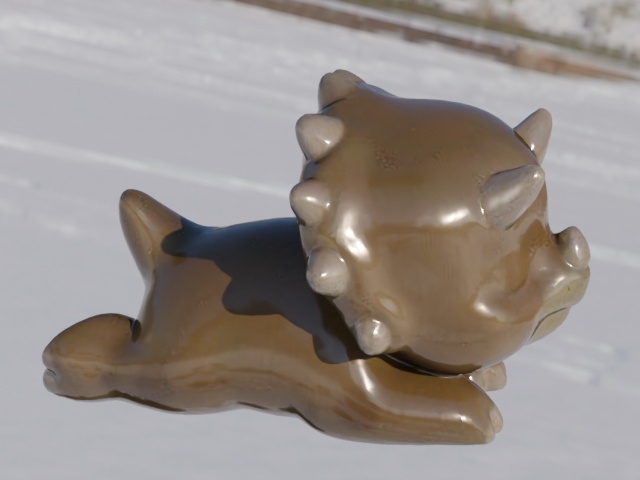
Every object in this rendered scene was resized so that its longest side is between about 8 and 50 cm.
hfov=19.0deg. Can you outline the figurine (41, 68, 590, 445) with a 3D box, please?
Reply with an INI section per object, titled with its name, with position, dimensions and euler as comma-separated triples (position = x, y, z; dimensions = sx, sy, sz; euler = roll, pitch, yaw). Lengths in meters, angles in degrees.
[figurine]
position = 0.005, -0.001, 0.957
dimensions = 0.247, 0.173, 0.177
euler = 9, 19, 29
